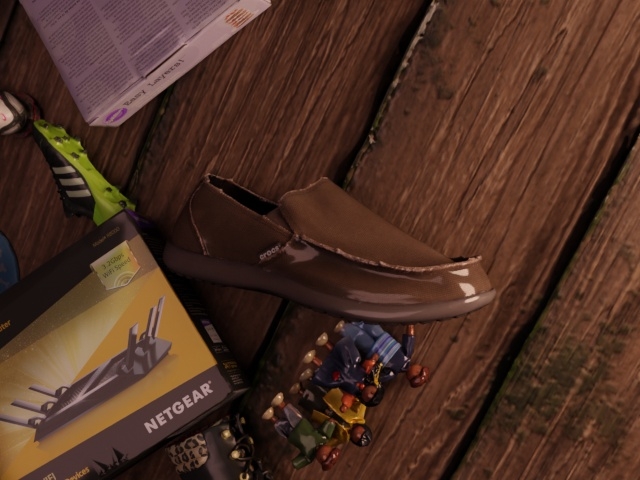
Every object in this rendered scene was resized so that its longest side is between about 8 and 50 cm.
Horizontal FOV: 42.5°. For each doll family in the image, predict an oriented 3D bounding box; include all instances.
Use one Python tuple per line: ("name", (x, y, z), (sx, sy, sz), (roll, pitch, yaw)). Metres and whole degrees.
("doll family", (0.033, 0.161, 0.877), (0.111, 0.076, 0.193), (38, 101, 20))

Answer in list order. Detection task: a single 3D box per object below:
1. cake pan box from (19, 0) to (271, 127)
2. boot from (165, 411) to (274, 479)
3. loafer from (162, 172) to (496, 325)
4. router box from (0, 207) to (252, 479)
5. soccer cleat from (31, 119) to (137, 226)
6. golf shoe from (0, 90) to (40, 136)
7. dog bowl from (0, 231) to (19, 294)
("cake pan box", (-0.226, -0.298, 0.956), (0.267, 0.070, 0.245), (-35, 79, 18))
("boot", (-0.058, 0.273, 0.904), (0.236, 0.085, 0.178), (-27, 84, 27))
("loafer", (0.000, 0.000, 0.848), (0.366, 0.134, 0.130), (10, 96, 20))
("router box", (-0.272, 0.149, 0.940), (0.309, 0.081, 0.243), (-34, 79, 5))
("soccer cleat", (-0.299, -0.072, 0.999), (0.179, 0.060, 0.072), (47, 108, 10))
("golf shoe", (-0.450, -0.175, 1.036), (0.186, 0.086, 0.067), (12, 98, 21))
("dog bowl", (-0.486, 0.117, 1.069), (0.166, 0.074, 0.297), (7, 94, 20))
